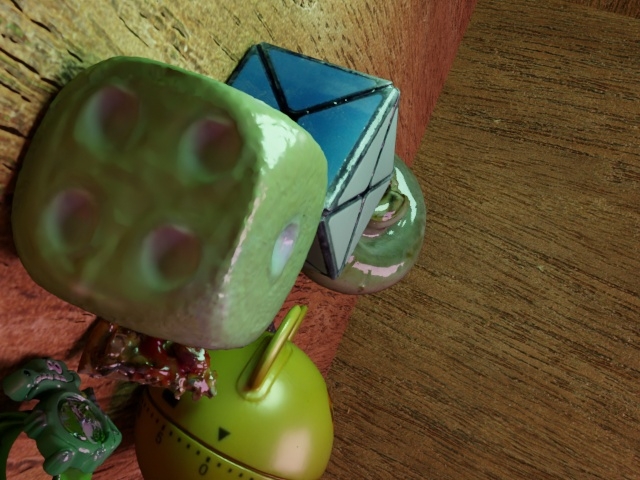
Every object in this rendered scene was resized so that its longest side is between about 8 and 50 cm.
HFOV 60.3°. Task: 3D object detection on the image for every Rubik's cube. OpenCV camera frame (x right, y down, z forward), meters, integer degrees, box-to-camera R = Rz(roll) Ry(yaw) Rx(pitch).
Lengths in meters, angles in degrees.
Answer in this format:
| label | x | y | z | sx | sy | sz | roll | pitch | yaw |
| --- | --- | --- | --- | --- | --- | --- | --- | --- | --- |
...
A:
| label | x | y | z | sx | sy | sz | roll | pitch | yaw |
| --- | --- | --- | --- | --- | --- | --- | --- | --- | --- |
| Rubik's cube | -0.039 | -0.121 | 0.900 | 0.260 | 0.260 | 0.254 | -59 | 162 | -21 |

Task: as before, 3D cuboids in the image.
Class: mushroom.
| label | x | y | z | sx | sy | sz | roll | pitch | yaw |
| --- | --- | --- | --- | --- | --- | --- | --- | --- | --- |
| mushroom | 0.080 | -0.068 | 1.159 | 0.295 | 0.362 | 0.362 | -32 | -157 | 55 |

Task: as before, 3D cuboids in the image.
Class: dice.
| label | x | y | z | sx | sy | sz | roll | pitch | yaw |
| --- | --- | --- | --- | --- | --- | --- | --- | --- | --- |
| dice | -0.149 | -0.033 | 0.619 | 0.251 | 0.250 | 0.254 | -67 | 166 | -3 |

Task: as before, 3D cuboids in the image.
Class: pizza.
| label | x | y | z | sx | sy | sz | roll | pitch | yaw |
| --- | --- | --- | --- | --- | --- | --- | --- | --- | --- |
| pizza | -0.211 | 0.143 | 0.778 | 0.053 | 0.193 | 0.201 | -48 | -171 | 45 |

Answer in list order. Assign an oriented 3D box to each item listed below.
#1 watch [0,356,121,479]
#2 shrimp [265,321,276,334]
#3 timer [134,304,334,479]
| label | x | y | z | sx | sy | sz | roll | pitch | yaw |
| --- | --- | --- | --- | --- | --- | --- | --- | --- | --- |
| watch | -0.330 | 0.240 | 0.634 | 0.152 | 0.165 | 0.131 | -43 | 165 | 0 |
| shrimp | -0.148 | 0.243 | 1.376 | 0.232 | 0.079 | 0.090 | 92 | -14 | -65 |
| timer | -0.129 | 0.278 | 0.959 | 0.386 | 0.376 | 0.376 | -64 | 165 | -4 |
